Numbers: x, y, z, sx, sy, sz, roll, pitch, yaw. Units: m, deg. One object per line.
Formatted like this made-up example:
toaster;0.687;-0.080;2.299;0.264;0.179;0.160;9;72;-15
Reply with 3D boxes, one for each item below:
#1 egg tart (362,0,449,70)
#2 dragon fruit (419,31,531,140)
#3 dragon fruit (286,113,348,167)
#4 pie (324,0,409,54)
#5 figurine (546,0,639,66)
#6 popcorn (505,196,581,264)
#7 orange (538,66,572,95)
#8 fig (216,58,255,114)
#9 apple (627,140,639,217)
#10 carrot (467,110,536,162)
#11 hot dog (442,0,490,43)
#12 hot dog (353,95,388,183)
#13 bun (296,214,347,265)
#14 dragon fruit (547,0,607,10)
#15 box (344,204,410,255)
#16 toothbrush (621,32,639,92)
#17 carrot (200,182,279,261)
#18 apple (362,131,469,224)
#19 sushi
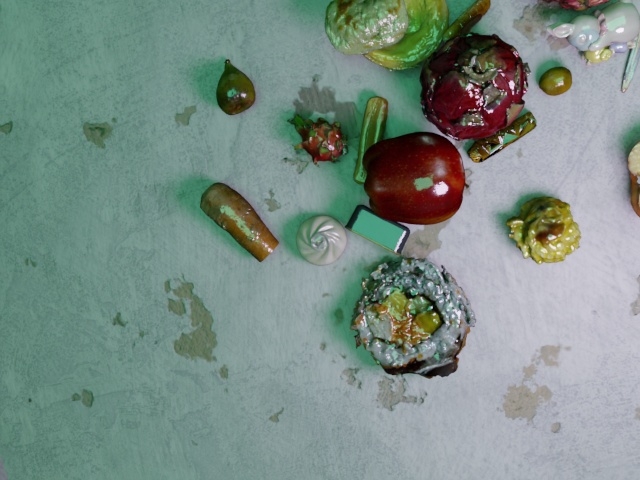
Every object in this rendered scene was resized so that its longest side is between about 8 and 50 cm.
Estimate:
egg tart;0.242;-0.677;1.727;0.314;0.120;0.315;1;95;10
dragon fruit;0.440;-0.445;1.628;0.328;0.329;0.330;1;97;10
dragon fruit;-0.017;-0.332;1.807;0.235;0.137;0.135;30;130;7
pie;0.130;-0.661;1.645;0.247;0.090;0.201;-14;90;9
figurine;0.792;-0.599;1.636;0.235;0.127;0.155;-16;130;8
popcorn;0.685;-0.030;1.711;0.189;0.218;0.169;-24;138;27
orange;0.710;-0.481;1.688;0.095;0.085;0.085;-7;96;18
fig;-0.297;-0.512;1.841;0.132;0.126;0.185;-27;96;25
apple;1.024;-0.166;1.632;0.251;0.163;0.293;-2;83;18
carrot;0.569;-0.321;1.742;0.228;0.069;0.069;-31;91;11
hot dog;0.448;-0.660;1.685;0.047;0.066;0.215;36;69;25
hot dog;0.162;-0.322;1.814;0.087;0.061;0.286;17;101;10
bun;0.000;0.000;1.855;0.172;0.120;0.173;1;95;10
dragon fruit;0.733;-0.783;1.563;0.290;0.250;0.269;9;117;-24
box;0.189;-0.039;1.805;0.200;0.144;0.090;27;97;7
toothbrush;0.953;-0.627;1.653;0.028;0.037;0.376;14;100;8
carrot;-0.271;-0.069;1.892;0.302;0.139;0.139;42;102;-4
apple;0.287;-0.192;1.696;0.316;0.288;0.288;-2;97;11
sushi;0.296;0.244;1.808;0.417;0.176;0.418;3;100;17
